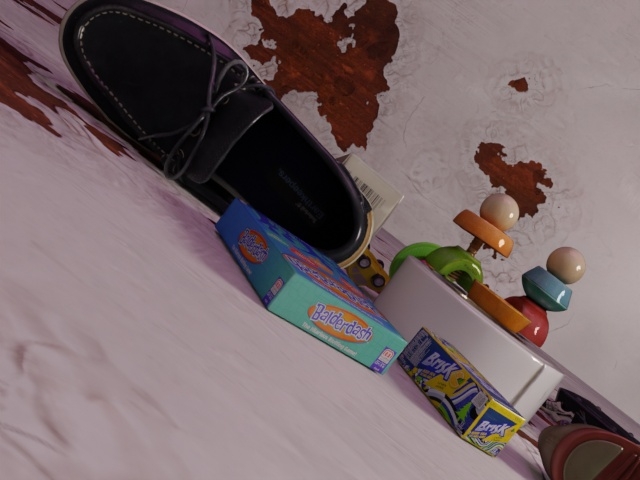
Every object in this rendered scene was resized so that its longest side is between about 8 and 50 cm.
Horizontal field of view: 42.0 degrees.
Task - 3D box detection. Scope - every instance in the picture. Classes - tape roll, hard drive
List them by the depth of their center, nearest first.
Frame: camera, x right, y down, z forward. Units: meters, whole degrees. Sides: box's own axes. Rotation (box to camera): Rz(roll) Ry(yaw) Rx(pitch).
[{"bbox_3d":[0.213,0.144,1.217,0.286,0.100,0.286,37,5,-4],"label":"tape roll"},{"bbox_3d":[0.555,0.372,1.664,0.172,0.054,0.254,41,7,32],"label":"hard drive"}]

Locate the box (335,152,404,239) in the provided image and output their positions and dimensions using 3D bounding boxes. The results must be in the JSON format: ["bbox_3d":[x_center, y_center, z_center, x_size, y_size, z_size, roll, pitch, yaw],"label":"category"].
[{"bbox_3d":[0.057,-0.091,1.786,0.148,0.121,0.311,38,-3,-9],"label":"box"}]

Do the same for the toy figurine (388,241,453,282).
[{"bbox_3d":[0.207,0.111,1.542,0.173,0.130,0.159,61,11,-23],"label":"toy figurine"}]

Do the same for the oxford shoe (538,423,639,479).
[{"bbox_3d":[0.401,0.310,0.947,0.348,0.123,0.130,38,0,-3],"label":"oxford shoe"}]

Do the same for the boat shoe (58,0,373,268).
[{"bbox_3d":[-0.127,-0.145,1.081,0.500,0.187,0.156,42,0,-5],"label":"boat shoe"}]

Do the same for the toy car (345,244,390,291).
[{"bbox_3d":[0.016,-0.017,1.287,0.239,0.053,0.225,62,16,10],"label":"toy car"}]

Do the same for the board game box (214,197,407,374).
[{"bbox_3d":[-0.016,0.044,0.898,0.160,0.047,0.210,34,8,-31],"label":"board game box"}]

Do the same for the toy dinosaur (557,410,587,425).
[{"bbox_3d":[0.448,0.343,1.446,0.082,0.047,0.090,30,-37,61],"label":"toy dinosaur"}]

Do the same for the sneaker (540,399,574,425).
[{"bbox_3d":[0.430,0.306,1.529,0.032,0.037,0.083,28,9,-48],"label":"sneaker"}]

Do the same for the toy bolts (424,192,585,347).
[{"bbox_3d":[0.311,0.049,1.264,0.228,0.158,0.218,34,6,-26],"label":"toy bolts"}]

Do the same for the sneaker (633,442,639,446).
[{"bbox_3d":[0.447,0.318,1.154,0.090,0.115,0.232,34,7,-26],"label":"sneaker"}]

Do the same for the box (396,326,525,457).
[{"bbox_3d":[0.152,0.164,0.926,0.059,0.054,0.169,34,7,-27],"label":"box"}]
